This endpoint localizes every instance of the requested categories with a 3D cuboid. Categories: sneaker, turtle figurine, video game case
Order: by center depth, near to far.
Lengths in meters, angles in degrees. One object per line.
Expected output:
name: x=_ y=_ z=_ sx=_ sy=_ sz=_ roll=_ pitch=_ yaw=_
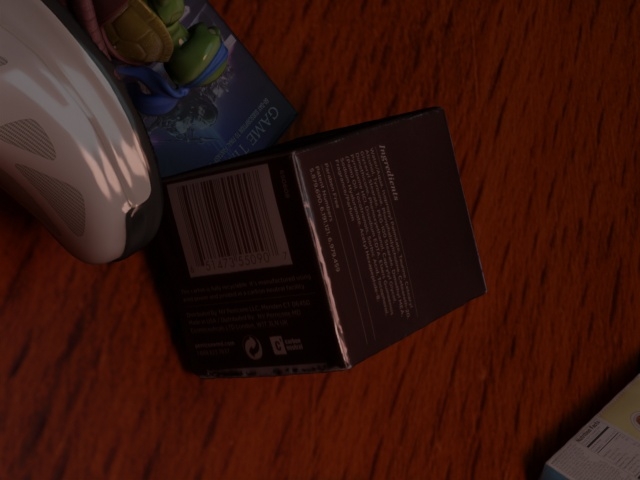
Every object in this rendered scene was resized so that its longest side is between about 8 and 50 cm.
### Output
sneaker: x=-0.322 y=-0.108 z=0.740 sx=0.447 sy=0.169 sz=0.257 roll=49 pitch=57 yaw=-8
turtle figurine: x=-0.148 y=-0.259 z=0.873 sx=0.266 sy=0.274 sz=0.197 roll=31 pitch=22 yaw=-27
video game case: x=-0.151 y=-0.153 z=0.981 sx=0.274 sy=0.026 sz=0.196 roll=51 pitch=48 yaw=-18

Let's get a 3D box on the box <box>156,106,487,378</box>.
box: x=0.000 y=0.000 z=0.944 sx=0.203 sy=0.169 sz=0.167 roll=-22 pitch=99 yaw=-48

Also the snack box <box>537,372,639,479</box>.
snack box: x=0.388 y=0.232 z=1.242 sx=0.187 sy=0.060 sz=0.322 roll=32 pitch=38 yaw=27
